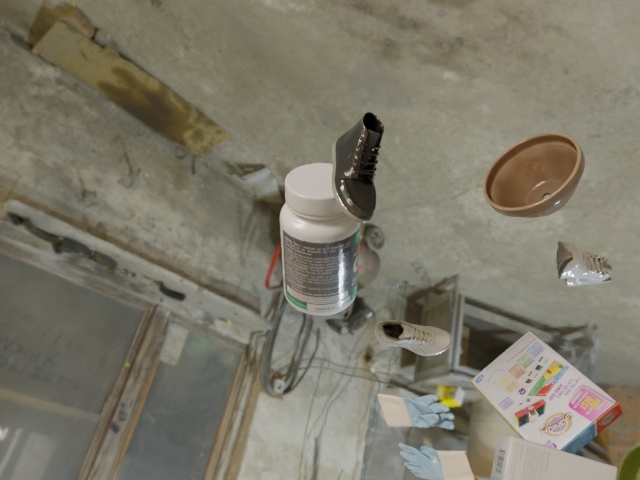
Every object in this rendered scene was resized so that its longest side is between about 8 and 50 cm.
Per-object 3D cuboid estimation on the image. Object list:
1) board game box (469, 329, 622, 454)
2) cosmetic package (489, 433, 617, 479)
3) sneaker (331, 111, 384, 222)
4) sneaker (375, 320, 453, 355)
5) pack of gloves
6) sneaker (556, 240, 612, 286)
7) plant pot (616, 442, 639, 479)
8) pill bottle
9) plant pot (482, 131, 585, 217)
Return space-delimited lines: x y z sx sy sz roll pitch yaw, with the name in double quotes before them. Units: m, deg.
"board game box" 0.604 0.427 1.436 0.064 0.242 0.316 50 180 -35
"cosmetic package" 0.498 0.507 1.124 0.231 0.117 0.085 17 165 4
"sneaker" 0.082 -0.151 1.053 0.083 0.222 0.118 8 146 -29
"sneaker" 0.272 0.284 1.540 0.232 0.090 0.115 4 162 12
"pack of gloves" 0.238 0.423 1.138 0.046 0.195 0.232 -15 175 -34
"sneaker" 0.742 0.065 1.468 0.129 0.111 0.297 -2 168 35
"plant pot" 1.002 0.707 1.404 0.254 0.276 0.276 12 154 -5
"pill bottle" 0.000 0.000 1.340 0.204 0.204 0.361 8 128 11
"plant pot" 0.523 -0.136 1.253 0.237 0.237 0.110 -14 135 44
